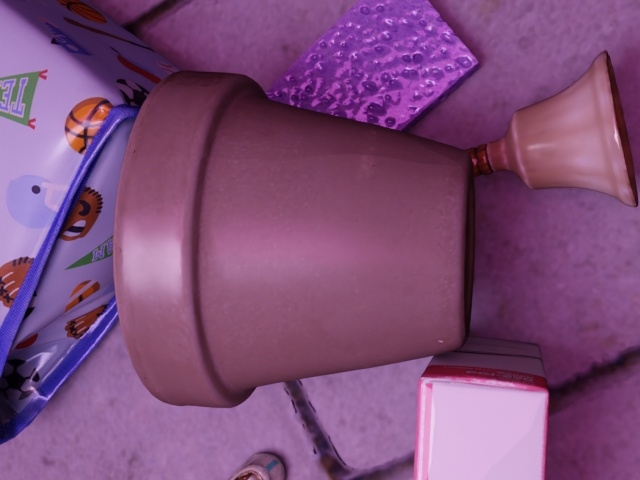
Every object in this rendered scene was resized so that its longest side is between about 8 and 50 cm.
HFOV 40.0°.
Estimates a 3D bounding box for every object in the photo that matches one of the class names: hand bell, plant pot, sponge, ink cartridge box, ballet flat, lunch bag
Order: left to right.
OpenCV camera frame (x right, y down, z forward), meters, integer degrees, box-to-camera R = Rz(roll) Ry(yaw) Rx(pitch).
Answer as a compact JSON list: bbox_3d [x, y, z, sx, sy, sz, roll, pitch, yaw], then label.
[{"bbox_3d":[-0.325,-0.044,0.805,0.328,0.239,0.385,38,110,14],"label":"lunch bag"},{"bbox_3d":[-0.099,0.267,0.835,0.057,0.052,0.168,40,101,12],"label":"ballet flat"},{"bbox_3d":[0.000,0.000,0.675,0.229,0.263,0.263,1,91,13],"label":"plant pot"},{"bbox_3d":[0.030,-0.133,0.801,0.210,0.031,0.117,-41,80,13],"label":"sponge"},{"bbox_3d":[0.130,-0.068,0.739,0.242,0.126,0.126,-11,88,23],"label":"hand bell"},{"bbox_3d":[0.126,0.167,0.682,0.092,0.218,0.159,3,92,11],"label":"ink cartridge box"}]
